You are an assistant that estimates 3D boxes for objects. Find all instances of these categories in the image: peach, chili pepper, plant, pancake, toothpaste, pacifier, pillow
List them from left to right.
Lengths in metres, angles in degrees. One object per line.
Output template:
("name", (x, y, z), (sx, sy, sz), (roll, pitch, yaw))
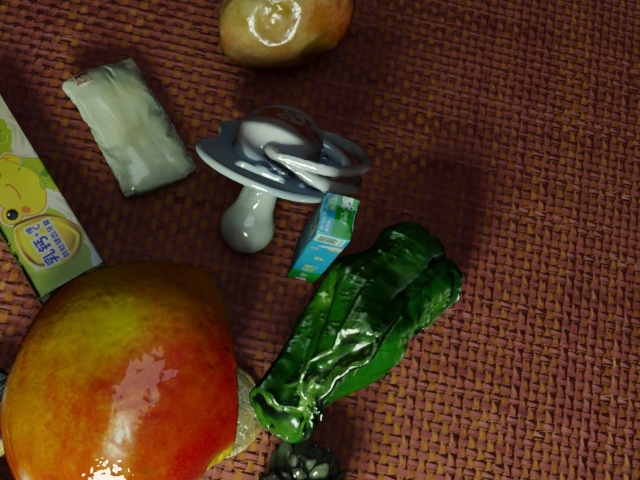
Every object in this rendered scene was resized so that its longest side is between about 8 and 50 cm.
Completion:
("toothpaste", (-0.455, -0.063, 1.388), (0.110, 0.077, 0.327), (-31, 83, -19))
("peach", (-0.276, 0.214, 1.246), (0.306, 0.242, 0.380), (1, 75, -15))
("pillow", (-0.304, -0.181, 1.462), (0.128, 0.051, 0.229), (-29, 83, -24))
("pancake", (-0.157, 0.261, 1.384), (0.152, 0.025, 0.151), (3, 73, -10))
("pacifier", (-0.076, -0.080, 1.409), (0.244, 0.299, 0.233), (27, 112, 0))
("peach", (-0.068, -0.381, 1.495), (0.235, 0.214, 0.214), (-37, 84, 0))
("plant", (-0.036, 0.381, 1.319), (0.129, 0.132, 0.194), (27, 73, 0))
("toothpaste", (0.000, 0.000, 1.357), (0.050, 0.266, 0.065), (14, 72, -7))
("chili pepper", (0.049, 0.123, 1.364), (0.167, 0.213, 0.385), (35, 60, 21))

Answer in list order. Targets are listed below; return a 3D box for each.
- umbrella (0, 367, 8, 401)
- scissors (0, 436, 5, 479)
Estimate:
("umbrella", (-0.520, 0.275, 1.292), (0.080, 0.071, 0.224), (17, 76, 23))
("scissors", (-0.471, 0.361, 1.265), (0.318, 0.024, 0.160), (-15, 83, -26))
